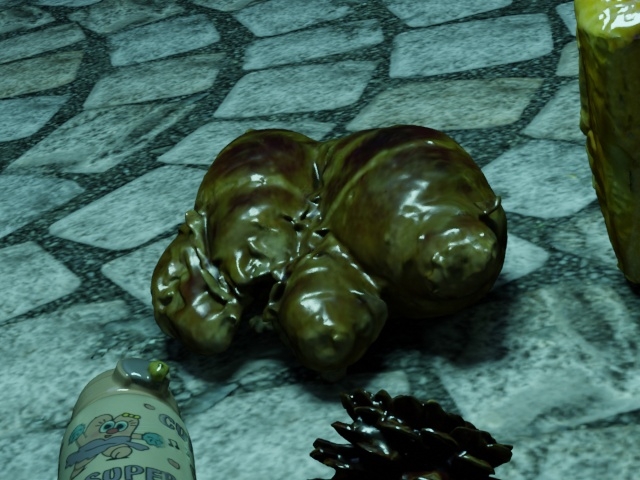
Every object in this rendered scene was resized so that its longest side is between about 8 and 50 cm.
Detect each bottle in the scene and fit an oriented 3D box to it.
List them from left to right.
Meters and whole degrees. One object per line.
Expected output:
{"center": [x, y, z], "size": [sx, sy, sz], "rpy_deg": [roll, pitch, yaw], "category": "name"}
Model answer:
{"center": [-0.133, 0.157, 1.013], "size": [0.097, 0.110, 0.209], "rpy_deg": [16, 20, -15], "category": "bottle"}

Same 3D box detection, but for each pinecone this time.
{"center": [0.055, 0.160, 0.913], "size": [0.140, 0.140, 0.121], "rpy_deg": [12, 65, 42], "category": "pinecone"}

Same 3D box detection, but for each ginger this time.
{"center": [0.010, -0.002, 1.243], "size": [0.357, 0.152, 0.274], "rpy_deg": [3, 28, 34], "category": "ginger"}

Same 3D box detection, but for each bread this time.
{"center": [0.295, -0.100, 1.150], "size": [0.166, 0.294, 0.132], "rpy_deg": [-15, 46, 3], "category": "bread"}

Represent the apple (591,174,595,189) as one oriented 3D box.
{"center": [0.368, -0.173, 1.409], "size": [0.252, 0.314, 0.309], "rpy_deg": [-47, 0, 39], "category": "apple"}
